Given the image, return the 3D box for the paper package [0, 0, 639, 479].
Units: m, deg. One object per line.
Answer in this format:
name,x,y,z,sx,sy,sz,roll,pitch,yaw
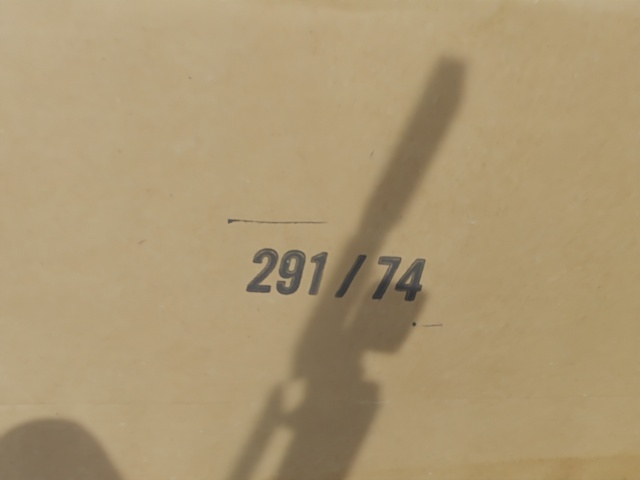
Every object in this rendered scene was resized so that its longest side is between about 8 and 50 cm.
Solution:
paper package,0.000,0.000,0.547,0.168,0.324,0.310,-113,25,-53
